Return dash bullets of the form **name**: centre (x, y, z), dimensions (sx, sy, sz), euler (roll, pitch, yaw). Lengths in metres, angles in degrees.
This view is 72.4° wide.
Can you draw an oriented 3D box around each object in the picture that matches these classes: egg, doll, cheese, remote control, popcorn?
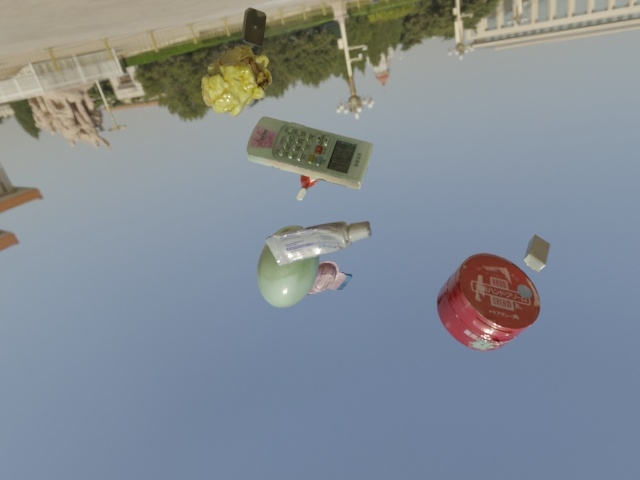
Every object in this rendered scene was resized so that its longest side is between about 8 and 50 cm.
- **egg**: centre (-0.107, 0.087, 1.455), dimensions (0.202, 0.283, 0.203), euler (17, -173, -2)
- **doll**: centre (-0.043, -0.270, 1.867), dimensions (0.085, 0.183, 0.217), euler (29, -155, -16)
- **cheese**: centre (0.024, 0.166, 1.891), dimensions (0.285, 0.189, 0.074), euler (13, -150, -42)
- **remote control**: centre (-0.032, -0.249, 1.228), dimensions (0.343, 0.050, 0.145), euler (15, -114, 7)
- **popcorn**: centre (-0.320, -0.609, 1.666), dimensions (0.252, 0.215, 0.286), euler (-10, -135, 47)

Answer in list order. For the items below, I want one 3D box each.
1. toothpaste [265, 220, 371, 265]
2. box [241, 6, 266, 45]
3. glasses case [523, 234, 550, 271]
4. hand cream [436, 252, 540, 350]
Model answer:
- **toothpaste**: centre (-0.001, -0.002, 1.183), dimensions (0.282, 0.099, 0.068), euler (-14, -168, 9)
- **box**: centre (-0.261, -0.833, 1.709), dimensions (0.091, 0.126, 0.031), euler (-3, -161, -40)
- **glasses case**: centre (0.809, 0.046, 1.637), dimensions (0.070, 0.047, 0.205), euler (38, -144, 12)
- **hand cream**: centre (0.426, 0.160, 1.132), dimensions (0.230, 0.149, 0.230), euler (8, -125, -11)
